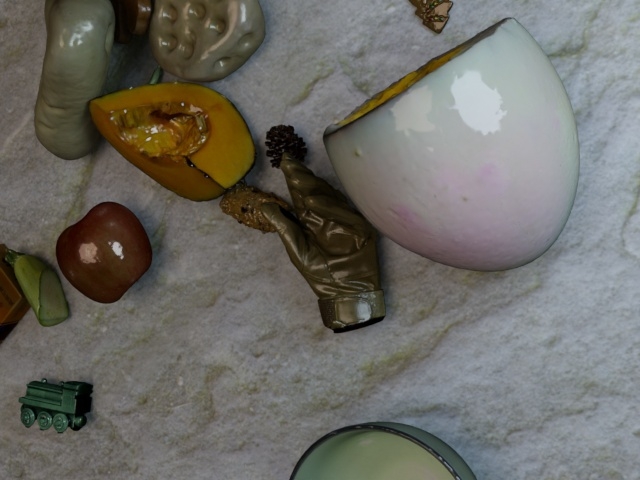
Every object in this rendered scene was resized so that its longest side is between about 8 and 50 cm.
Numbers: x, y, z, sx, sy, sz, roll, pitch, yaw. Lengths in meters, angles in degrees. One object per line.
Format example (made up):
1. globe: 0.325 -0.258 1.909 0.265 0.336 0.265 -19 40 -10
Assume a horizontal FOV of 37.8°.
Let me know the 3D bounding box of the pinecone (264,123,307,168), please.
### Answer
1. pinecone: -0.066 -0.167 1.675 0.077 0.083 0.077 -20 43 19

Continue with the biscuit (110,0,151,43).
1. biscuit: -0.372 -0.529 1.783 0.186 0.044 0.295 2 98 56

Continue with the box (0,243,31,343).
1. box: -0.731 0.141 2.032 0.152 0.070 0.237 49 113 15

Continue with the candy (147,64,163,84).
1. candy: -0.317 -0.324 1.809 0.193 0.062 0.058 -67 23 5

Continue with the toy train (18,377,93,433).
1. toy train: -0.557 0.343 1.963 0.171 0.071 0.111 5 87 27

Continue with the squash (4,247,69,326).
1. squash: -0.594 0.080 1.954 0.200 0.090 0.075 53 122 21

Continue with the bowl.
1. bowl: 0.130 0.460 1.562 0.354 0.185 0.353 2 95 26

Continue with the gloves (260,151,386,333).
1. gloves: 0.012 -0.003 1.616 0.154 0.141 0.331 -14 98 52

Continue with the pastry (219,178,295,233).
1. pastry: -0.119 -0.060 1.723 0.140 0.056 0.080 32 99 28

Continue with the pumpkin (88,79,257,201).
1. pumpkin: -0.262 -0.197 1.756 0.312 0.169 0.148 34 151 1

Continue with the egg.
1. egg: 0.226 -0.107 1.399 0.355 0.354 0.339 -30 99 25

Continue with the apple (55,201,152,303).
1. apple: -0.416 0.022 1.812 0.168 0.181 0.181 45 112 -5

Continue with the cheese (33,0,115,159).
1. cheese: -0.456 -0.305 1.725 0.130 0.328 0.350 5 102 -16

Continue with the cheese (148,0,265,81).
1. cheese: -0.210 -0.401 1.707 0.235 0.117 0.217 -17 85 27

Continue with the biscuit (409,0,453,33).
1. biscuit: 0.188 -0.391 1.567 0.082 0.016 0.092 -8 89 26
